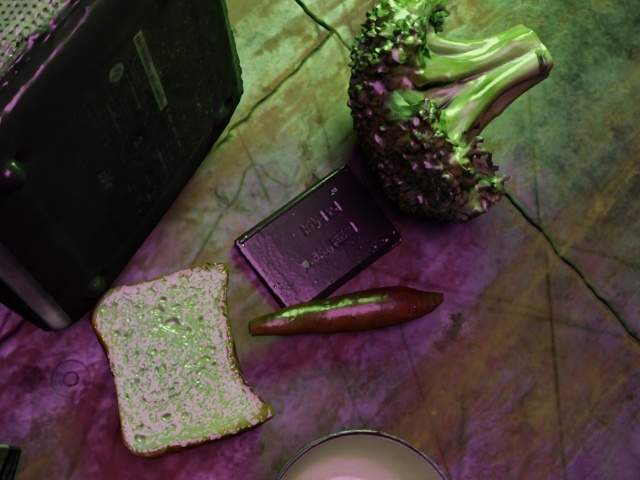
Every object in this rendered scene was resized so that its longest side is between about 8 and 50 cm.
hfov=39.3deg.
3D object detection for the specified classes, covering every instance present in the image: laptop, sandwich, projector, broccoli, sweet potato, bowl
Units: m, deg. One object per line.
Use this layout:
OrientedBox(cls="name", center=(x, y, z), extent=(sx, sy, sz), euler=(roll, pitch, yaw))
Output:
OrientedBox(cls="laptop", center=(0.000, 0.000, 1.189), extent=(0.197, 0.016, 0.135), euler=(-36, 86, -17))
OrientedBox(cls="sandwich", center=(-0.171, 0.145, 1.092), extent=(0.186, 0.065, 0.215), euler=(-13, 78, -14))
OrientedBox(cls="projector", center=(-0.280, -0.156, 0.961), extent=(0.242, 0.395, 0.405), euler=(29, 71, 15))
OrientedBox(cls="broccoli", center=(0.145, -0.179, 1.149), extent=(0.235, 0.288, 0.260), euler=(27, 66, 38))
OrientedBox(cls="sweet potato", center=(0.036, 0.093, 1.151), extent=(0.264, 0.057, 0.057), euler=(-9, 77, -12))
OrientedBox(cls="bowl", center=(0.037, 0.345, 1.048), extent=(0.237, 0.126, 0.238), euler=(3, 75, -11))

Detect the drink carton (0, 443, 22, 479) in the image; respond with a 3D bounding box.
OrientedBox(cls="drink carton", center=(-0.403, 0.250, 0.937), extent=(0.134, 0.222, 0.102), euler=(15, 73, -7))
